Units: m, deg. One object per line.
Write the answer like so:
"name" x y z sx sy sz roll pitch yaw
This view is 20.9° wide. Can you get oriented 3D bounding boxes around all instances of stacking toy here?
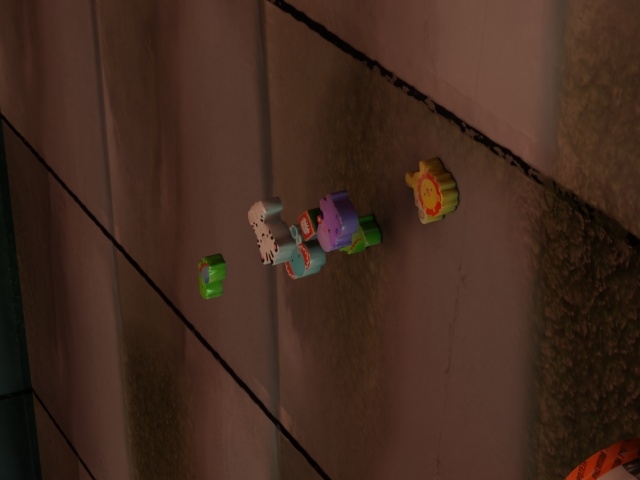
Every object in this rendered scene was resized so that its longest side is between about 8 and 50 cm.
"stacking toy" 0.000 0.000 1.482 0.221 0.167 0.052 -40 67 64

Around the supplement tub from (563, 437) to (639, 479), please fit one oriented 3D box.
"supplement tub" 0.237 0.229 1.143 0.190 0.117 0.117 57 150 36
